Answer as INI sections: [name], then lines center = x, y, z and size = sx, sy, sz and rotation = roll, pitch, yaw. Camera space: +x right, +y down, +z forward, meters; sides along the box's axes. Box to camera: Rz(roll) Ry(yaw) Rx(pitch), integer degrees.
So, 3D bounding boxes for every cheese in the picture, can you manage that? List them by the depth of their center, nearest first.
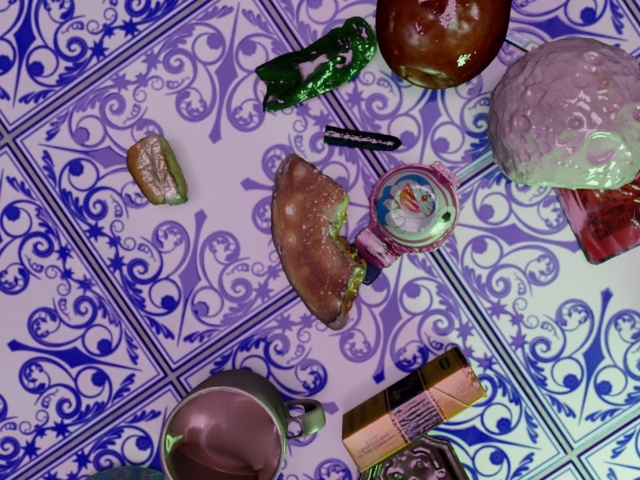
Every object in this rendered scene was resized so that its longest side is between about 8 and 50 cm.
[cheese]
center = 0.133, -0.029, 1.440
size = 0.155, 0.062, 0.244
rotation = 44, 105, 1

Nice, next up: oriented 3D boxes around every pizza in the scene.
[pizza]
center = 0.000, 0.000, 1.433
size = 0.161, 0.085, 0.306
rotation = -14, 89, 27

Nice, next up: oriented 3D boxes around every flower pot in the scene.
[flower pot]
center = 0.178, 0.447, 1.456
size = 0.178, 0.084, 0.251
rotation = -28, 91, 4

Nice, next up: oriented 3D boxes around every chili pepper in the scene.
[chili pepper]
center = -0.009, -0.289, 1.431
size = 0.224, 0.061, 0.098
rotation = -30, 99, 2

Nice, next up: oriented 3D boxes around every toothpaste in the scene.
[toothpaste]
center = 0.338, -0.330, 1.436
size = 0.083, 0.017, 0.020
rotation = 29, 93, 1

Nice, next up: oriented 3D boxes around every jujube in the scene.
[jujube]
center = 0.199, -0.398, 1.336
size = 0.222, 0.223, 0.318
rotation = 14, 86, 1

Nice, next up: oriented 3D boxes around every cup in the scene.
[cup]
center = -0.115, 0.302, 1.398
size = 0.252, 0.200, 0.192
rotation = -15, 93, 4

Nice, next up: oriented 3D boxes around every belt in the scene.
[belt]
center = -0.340, 0.458, 1.475
size = 0.162, 0.082, 0.148
rotation = 13, 104, -5

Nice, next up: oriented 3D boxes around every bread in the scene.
[bread]
center = -0.274, -0.113, 1.429
size = 0.082, 0.106, 0.125
rotation = -21, 90, 3

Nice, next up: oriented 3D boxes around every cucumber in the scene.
[cucumber]
center = 0.072, -0.170, 1.449
size = 0.133, 0.032, 0.032
rotation = 7, 94, 1

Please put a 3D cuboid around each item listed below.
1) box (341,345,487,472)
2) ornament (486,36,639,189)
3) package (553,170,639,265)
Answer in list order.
[box]
center = 0.149, 0.272, 1.412
size = 0.237, 0.152, 0.070
rotation = -34, 92, 4
[ornament]
center = 0.388, -0.193, 1.323
size = 0.259, 0.259, 0.225
rotation = 4, 92, 2
[package]
center = 0.531, -0.097, 1.420
size = 0.269, 0.071, 0.194
rotation = -23, 78, 7
